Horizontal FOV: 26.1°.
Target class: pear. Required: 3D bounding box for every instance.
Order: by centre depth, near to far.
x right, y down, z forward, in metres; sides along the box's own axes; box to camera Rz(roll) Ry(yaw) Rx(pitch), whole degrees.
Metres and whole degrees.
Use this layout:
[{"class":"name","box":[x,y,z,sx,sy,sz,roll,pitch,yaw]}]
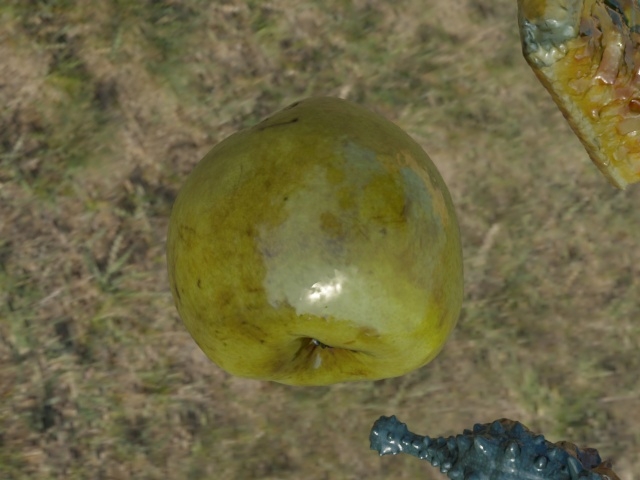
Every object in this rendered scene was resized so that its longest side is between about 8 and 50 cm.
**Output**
[{"class":"pear","box":[0.000,0.000,1.402,0.304,0.304,0.303,9,74,-34]}]

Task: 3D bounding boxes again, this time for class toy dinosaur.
[{"class":"toy dinosaur","box":[0.084,0.108,0.647,0.055,0.154,0.049,19,83,-48]}]

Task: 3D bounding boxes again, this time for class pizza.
[{"class":"pizza","box":[0.223,-0.210,1.143,0.268,0.087,0.257,38,41,-51]}]
